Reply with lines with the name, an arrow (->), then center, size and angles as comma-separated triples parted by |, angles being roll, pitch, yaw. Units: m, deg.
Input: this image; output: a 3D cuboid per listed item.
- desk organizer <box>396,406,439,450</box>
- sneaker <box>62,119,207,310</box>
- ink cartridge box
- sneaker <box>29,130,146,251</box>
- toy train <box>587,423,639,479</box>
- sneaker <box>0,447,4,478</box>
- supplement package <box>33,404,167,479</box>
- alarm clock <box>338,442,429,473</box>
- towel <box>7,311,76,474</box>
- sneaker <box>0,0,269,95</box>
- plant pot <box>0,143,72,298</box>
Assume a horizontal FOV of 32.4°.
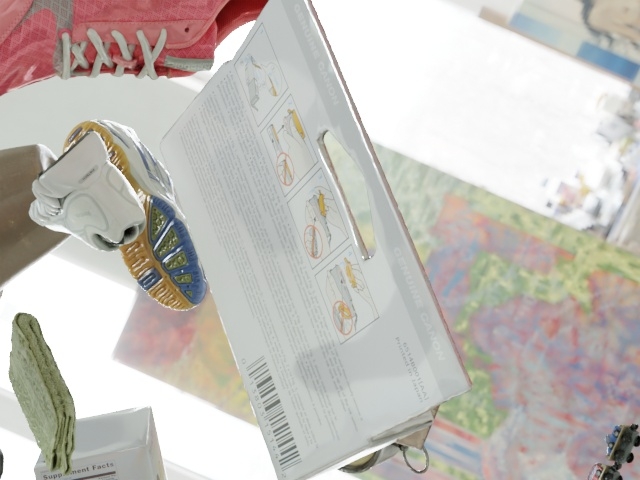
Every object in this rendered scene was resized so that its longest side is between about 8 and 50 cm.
desk organizer -> 0.085, 0.151, 1.038 | 0.130, 0.050, 0.047 | 96, -169, -61
sneaker -> -0.229, -0.045, 1.530 | 0.112, 0.296, 0.131 | -32, -4, 23
ink cartridge box -> 0.000, 0.000, 0.778 | 0.066, 0.296, 0.261 | -12, -17, -34
sneaker -> -0.264, -0.035, 1.275 | 0.110, 0.118, 0.292 | -46, 6, -11
toy train -> 0.334, 0.282, 1.298 | 0.036, 0.027, 0.158 | 38, 110, 50
sneaker -> -0.308, 0.154, 0.811 | 0.188, 0.067, 0.078 | 24, -81, -47
supplement package -> -0.248, 0.345, 1.339 | 0.139, 0.133, 0.244 | -116, 15, -75
alarm clock -> 0.052, 0.199, 1.224 | 0.064, 0.192, 0.129 | -11, -58, -41
towel -> -0.281, 0.154, 1.114 | 0.027, 0.148, 0.110 | -13, -40, -32
sneaker -> -0.152, -0.183, 0.897 | 0.314, 0.136, 0.116 | -35, -11, -24
plant pot -> -0.508, -0.041, 1.719 | 0.229, 0.263, 0.263 | -24, 3, 4
